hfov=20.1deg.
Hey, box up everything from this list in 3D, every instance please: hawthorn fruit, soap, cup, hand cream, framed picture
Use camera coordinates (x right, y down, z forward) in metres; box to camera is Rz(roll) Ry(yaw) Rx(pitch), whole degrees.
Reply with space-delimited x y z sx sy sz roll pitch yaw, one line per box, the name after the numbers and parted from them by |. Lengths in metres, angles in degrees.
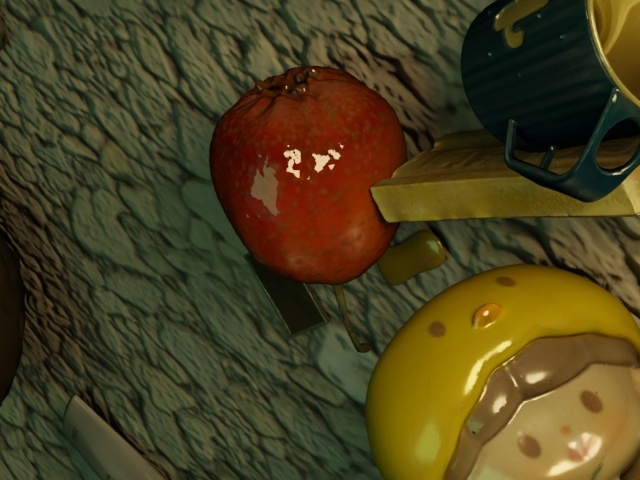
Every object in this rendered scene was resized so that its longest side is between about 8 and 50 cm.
0.000 0.000 1.432 0.165 0.165 0.285 25 135 39 | hawthorn fruit
0.150 -0.049 1.264 0.252 0.092 0.037 -2 118 51 | soap
0.169 -0.104 1.147 0.131 0.176 0.155 29 159 -23 | cup
-0.197 0.268 1.965 0.255 0.048 0.079 41 136 27 | hand cream
-0.031 0.042 1.626 0.066 0.006 0.089 -28 93 55 | framed picture
0.073 0.014 1.474 0.034 0.012 0.089 60 145 -1 | soap

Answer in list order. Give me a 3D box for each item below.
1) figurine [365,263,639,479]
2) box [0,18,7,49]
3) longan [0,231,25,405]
0.175 0.176 1.266 0.344 0.215 0.187 58 161 23 | figurine
-0.406 -0.218 1.817 0.172 0.093 0.124 -14 104 54 | box
-0.507 0.079 1.904 0.391 0.391 0.391 30 136 34 | longan
